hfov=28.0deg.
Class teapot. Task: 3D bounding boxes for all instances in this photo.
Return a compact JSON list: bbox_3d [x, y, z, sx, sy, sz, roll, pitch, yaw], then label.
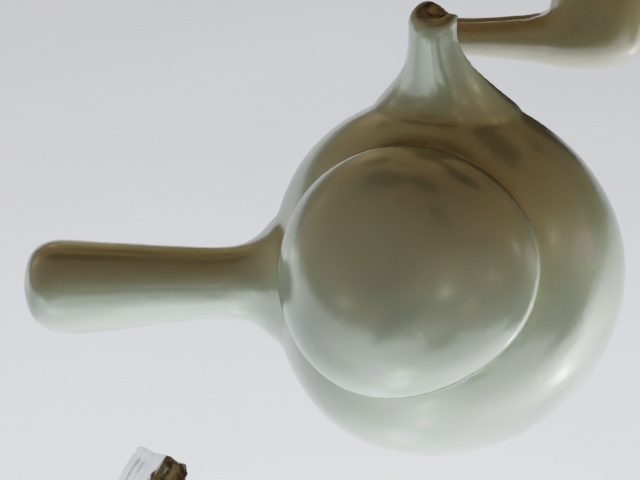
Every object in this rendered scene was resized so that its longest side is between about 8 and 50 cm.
[{"bbox_3d":[0.010,0.036,0.731,0.318,0.149,0.220,-31,-108,16],"label":"teapot"}]

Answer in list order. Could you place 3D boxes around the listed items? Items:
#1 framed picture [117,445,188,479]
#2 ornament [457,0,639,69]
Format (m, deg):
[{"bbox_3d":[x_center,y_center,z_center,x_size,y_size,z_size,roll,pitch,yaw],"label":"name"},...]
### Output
[{"bbox_3d":[-0.092,0.142,0.404,0.010,0.173,0.231,29,169,-4],"label":"framed picture"},{"bbox_3d":[0.217,-0.245,0.983,0.245,0.230,0.061,6,-162,12],"label":"ornament"}]
